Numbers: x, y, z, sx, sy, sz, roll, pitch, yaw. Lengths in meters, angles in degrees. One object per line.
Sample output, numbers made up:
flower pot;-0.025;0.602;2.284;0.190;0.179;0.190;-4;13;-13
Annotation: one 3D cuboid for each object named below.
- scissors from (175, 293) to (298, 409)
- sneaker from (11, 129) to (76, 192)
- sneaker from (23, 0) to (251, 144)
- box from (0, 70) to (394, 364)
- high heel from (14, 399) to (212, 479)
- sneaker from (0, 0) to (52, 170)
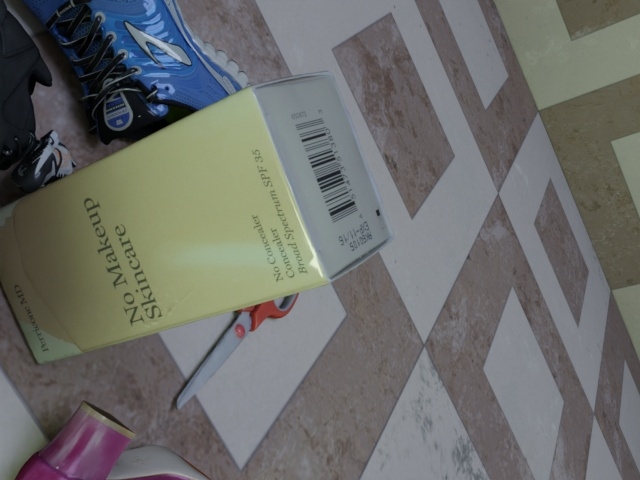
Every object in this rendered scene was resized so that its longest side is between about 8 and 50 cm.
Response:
scissors;-0.083;0.103;0.884;0.109;0.021;0.297;54;34;-30
sneaker;-0.241;-0.065;0.670;0.043;0.040;0.109;54;10;-24
sneaker;-0.193;-0.185;0.754;0.330;0.130;0.147;42;42;-35
box;-0.117;-0.010;0.610;0.121;0.311;0.148;-31;99;-58
high heel;-0.165;0.239;0.663;0.117;0.082;0.244;-55;143;-16
sneaker;-0.290;-0.088;0.586;0.130;0.109;0.286;53;38;-39
